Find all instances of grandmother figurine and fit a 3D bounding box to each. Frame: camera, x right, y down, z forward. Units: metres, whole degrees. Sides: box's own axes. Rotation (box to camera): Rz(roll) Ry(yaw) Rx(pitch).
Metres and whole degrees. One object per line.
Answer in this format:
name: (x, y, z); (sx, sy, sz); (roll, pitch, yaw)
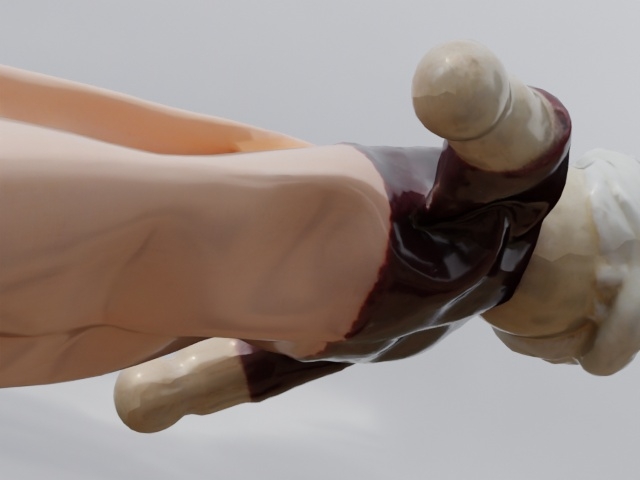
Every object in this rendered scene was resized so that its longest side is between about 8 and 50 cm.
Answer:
grandmother figurine: (0.000, 0.000, 0.428); (0.342, 0.104, 0.208); (2, -22, -38)
